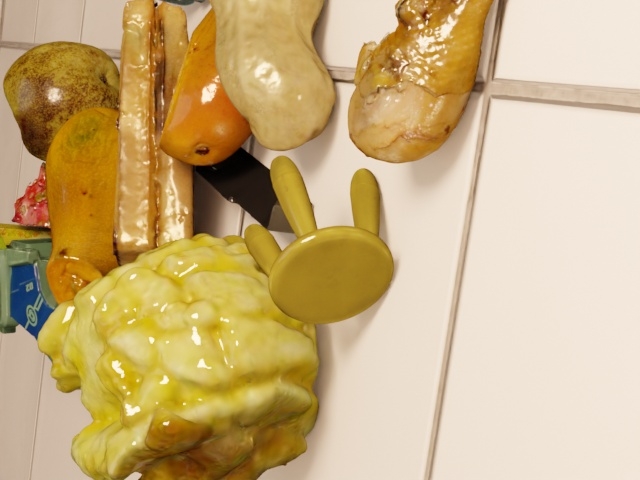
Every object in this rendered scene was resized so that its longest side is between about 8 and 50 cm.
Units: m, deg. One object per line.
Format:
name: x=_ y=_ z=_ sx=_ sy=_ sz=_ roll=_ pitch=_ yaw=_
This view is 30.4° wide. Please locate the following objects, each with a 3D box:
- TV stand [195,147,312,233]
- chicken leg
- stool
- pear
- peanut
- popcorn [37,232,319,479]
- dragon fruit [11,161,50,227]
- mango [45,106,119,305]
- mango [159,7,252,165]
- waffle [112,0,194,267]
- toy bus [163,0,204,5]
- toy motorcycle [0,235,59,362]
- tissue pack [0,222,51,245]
TV stand: x=-0.077 y=-0.060 z=1.299 sx=0.256 sy=0.049 sz=0.040 roll=-140 pitch=60 yaw=-62
chicken leg: x=0.089 y=-0.156 z=0.925 sx=0.207 sy=0.085 sz=0.101 roll=-63 pitch=20 yaw=24
stool: x=0.000 y=0.000 z=1.048 sx=0.135 sy=0.134 sz=0.110 roll=-28 pitch=44 yaw=8
pear: x=-0.407 y=-0.226 z=1.904 sx=0.197 sy=0.197 sz=0.197 roll=-175 pitch=90 yaw=-66
peanut: x=-0.048 y=-0.214 z=1.194 sx=0.111 sy=0.125 sz=0.274 roll=54 pitch=-158 yaw=-68
popcorn: x=-0.129 y=0.132 z=1.145 sx=0.237 sy=0.293 sz=0.293 roll=58 pitch=140 yaw=26
dragon fruit: x=-0.434 y=-0.080 z=1.966 sx=0.153 sy=0.153 sz=0.110 roll=-156 pitch=70 yaw=-64
mango: x=-0.301 y=-0.038 z=1.628 sx=0.144 sy=0.187 sz=0.359 roll=-21 pitch=53 yaw=22
mango: x=-0.105 y=-0.184 z=1.311 sx=0.141 sy=0.102 sz=0.217 roll=-15 pitch=55 yaw=70
waffle: x=-0.202 y=-0.114 z=1.466 sx=0.224 sy=0.098 sz=0.327 roll=114 pitch=157 yaw=-73
toy bus: x=-0.169 y=-0.411 z=1.490 sx=0.246 sy=0.114 sz=0.134 roll=137 pitch=136 yaw=-54
toy motorcycle: x=-0.402 y=0.087 z=1.825 sx=0.326 sy=0.191 sz=0.199 roll=12 pitch=104 yaw=63
tissue pack: x=-0.477 y=0.026 z=2.004 sx=0.062 sy=0.176 sz=0.095 roll=23 pitch=106 yaw=63
